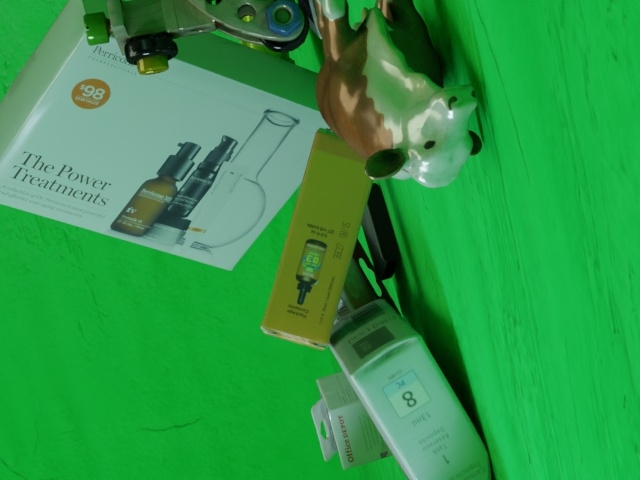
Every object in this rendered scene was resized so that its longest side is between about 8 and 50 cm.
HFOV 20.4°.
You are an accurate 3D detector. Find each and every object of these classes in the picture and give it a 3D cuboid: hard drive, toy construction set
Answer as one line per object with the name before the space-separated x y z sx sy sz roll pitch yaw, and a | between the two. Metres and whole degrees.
hard drive | 0.069 -0.009 2.127 0.135 0.022 0.094 92 162 -79
toy construction set | -0.158 -0.315 1.983 0.309 0.237 0.257 -103 -4 -71

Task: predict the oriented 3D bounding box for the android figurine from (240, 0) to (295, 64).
android figurine | -0.069 -0.281 2.313 0.248 0.056 0.273 -72 -22 -73

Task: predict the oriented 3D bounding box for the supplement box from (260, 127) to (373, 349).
supplement box | 0.000 0.000 1.962 0.080 0.078 0.233 122 165 -83

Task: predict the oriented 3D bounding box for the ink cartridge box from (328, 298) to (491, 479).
ink cartridge box | 0.146 0.257 1.915 0.385 0.091 0.308 58 178 -7

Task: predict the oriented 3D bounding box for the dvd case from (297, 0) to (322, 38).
dvd case | -0.028 -0.361 2.062 0.179 0.030 0.238 -117 12 -74

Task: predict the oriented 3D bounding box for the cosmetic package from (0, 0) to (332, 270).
cosmetic package | -0.197 -0.128 2.185 0.284 0.377 0.097 -52 39 29

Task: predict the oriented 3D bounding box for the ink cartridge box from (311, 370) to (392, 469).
ink cartridge box | 0.061 0.214 2.233 0.090 0.143 0.092 -114 9 -64

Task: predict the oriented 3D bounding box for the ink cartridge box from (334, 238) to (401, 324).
ink cartridge box | 0.059 0.069 2.134 0.145 0.045 0.179 60 -151 -14

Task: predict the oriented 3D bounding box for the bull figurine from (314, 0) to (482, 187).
bull figurine | 0.047 -0.134 1.367 0.310 0.101 0.188 -158 57 -83
